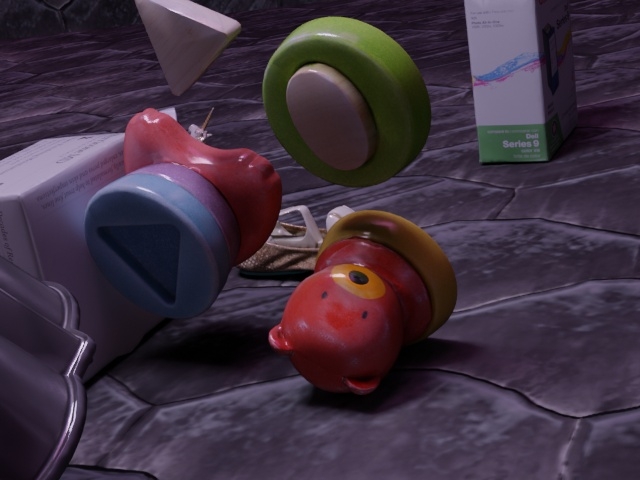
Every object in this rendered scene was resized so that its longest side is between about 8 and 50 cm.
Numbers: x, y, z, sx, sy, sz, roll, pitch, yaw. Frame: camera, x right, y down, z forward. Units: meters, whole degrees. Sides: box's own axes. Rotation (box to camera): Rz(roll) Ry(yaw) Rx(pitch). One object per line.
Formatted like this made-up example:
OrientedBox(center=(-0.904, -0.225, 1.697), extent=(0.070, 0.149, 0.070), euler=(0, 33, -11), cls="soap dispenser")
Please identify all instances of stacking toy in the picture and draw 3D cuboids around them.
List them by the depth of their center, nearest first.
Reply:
OrientedBox(center=(-0.058, -0.029, 0.889), extent=(0.309, 0.279, 0.130), euler=(17, 40, 23), cls="stacking toy")

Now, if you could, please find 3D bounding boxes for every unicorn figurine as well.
OrientedBox(center=(-0.227, -0.127, 1.649), extent=(0.162, 0.060, 0.111), euler=(-37, 29, -21), cls="unicorn figurine")

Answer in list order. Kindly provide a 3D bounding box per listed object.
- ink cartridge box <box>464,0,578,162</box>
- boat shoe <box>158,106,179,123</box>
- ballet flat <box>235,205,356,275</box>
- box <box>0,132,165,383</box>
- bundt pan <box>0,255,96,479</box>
OrientedBox(center=(0.244, -0.216, 1.402), extent=(0.093, 0.212, 0.154), euler=(0, 21, 26), cls="ink cartridge box")
OrientedBox(center=(-0.220, -0.085, 1.450), extent=(0.102, 0.108, 0.301), euler=(-9, 26, -1), cls="boat shoe")
OrientedBox(center=(0.000, 0.000, 1.131), extent=(0.206, 0.067, 0.073), euler=(-1, 20, 25), cls="ballet flat")
OrientedBox(center=(-0.234, 0.015, 1.034), extent=(0.119, 0.182, 0.181), euler=(-1, 21, 26), cls="box")
OrientedBox(center=(-0.295, 0.114, 0.653), extent=(0.331, 0.124, 0.331), euler=(-25, 37, 21), cls="bundt pan")
